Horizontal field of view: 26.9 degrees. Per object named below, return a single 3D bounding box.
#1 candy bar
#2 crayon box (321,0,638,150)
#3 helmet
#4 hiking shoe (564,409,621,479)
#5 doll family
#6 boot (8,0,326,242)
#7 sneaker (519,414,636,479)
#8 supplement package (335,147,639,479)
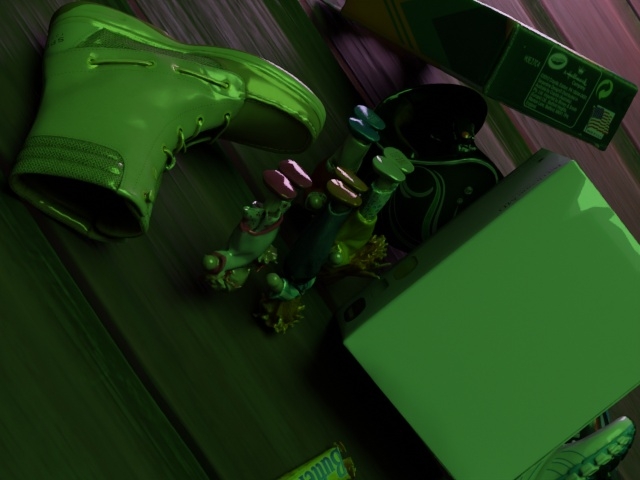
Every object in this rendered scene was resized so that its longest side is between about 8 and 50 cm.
[{"bbox_3d":[-0.024,0.216,1.158,0.161,0.018,0.040,-20,81,-50],"label":"candy bar"},{"bbox_3d":[0.162,-0.215,1.446,0.202,0.081,0.318,18,14,-40],"label":"crayon box"},{"bbox_3d":[0.115,-0.061,1.371,0.169,0.161,0.169,-2,46,2],"label":"helmet"},{"bbox_3d":[0.269,0.239,1.378,0.132,0.113,0.304,28,55,-60],"label":"hiking shoe"},{"bbox_3d":[0.000,0.000,1.220,0.118,0.163,0.263,39,34,9],"label":"doll family"},{"bbox_3d":[-0.126,-0.082,1.158,0.262,0.095,0.203,20,51,-18],"label":"boot"},{"bbox_3d":[0.214,0.218,1.287,0.083,0.190,0.071,55,6,27],"label":"sneaker"},{"bbox_3d":[0.177,0.075,1.242,0.204,0.262,0.145,51,3,-8],"label":"supplement package"}]
